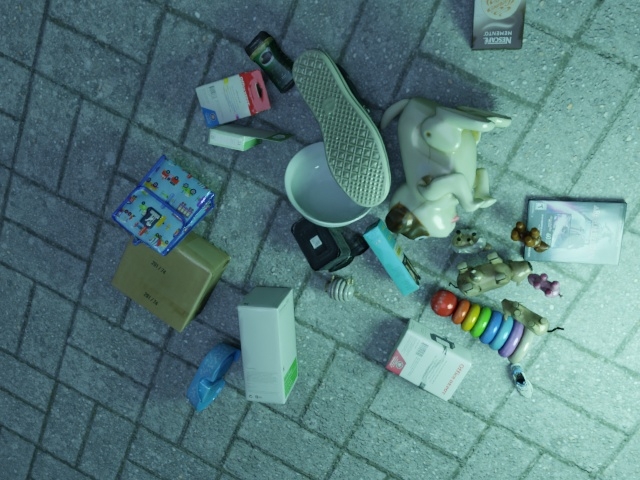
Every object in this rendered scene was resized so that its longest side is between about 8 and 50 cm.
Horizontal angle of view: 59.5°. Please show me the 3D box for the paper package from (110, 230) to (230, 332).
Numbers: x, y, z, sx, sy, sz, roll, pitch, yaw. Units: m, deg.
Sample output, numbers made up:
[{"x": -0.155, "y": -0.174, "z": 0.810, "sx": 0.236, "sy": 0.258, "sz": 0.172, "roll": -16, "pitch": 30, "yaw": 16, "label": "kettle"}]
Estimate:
[{"x": -0.540, "y": 0.108, "z": 2.009, "sx": 0.324, "sy": 0.168, "sz": 0.309, "roll": 33, "pitch": 113, "yaw": 2, "label": "paper package"}]

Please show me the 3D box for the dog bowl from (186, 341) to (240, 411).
[{"x": -0.408, "y": 0.507, "z": 2.108, "sx": 0.074, "sy": 0.166, "sz": 0.297, "roll": 35, "pitch": 113, "yaw": 14, "label": "dog bowl"}]

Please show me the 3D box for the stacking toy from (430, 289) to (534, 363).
[{"x": 0.511, "y": 0.262, "z": 1.812, "sx": 0.330, "sy": 0.141, "sz": 0.141, "roll": 27, "pitch": 111, "yaw": 9, "label": "stacking toy"}]

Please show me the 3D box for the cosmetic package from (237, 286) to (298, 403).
[{"x": -0.183, "y": 0.366, "z": 1.984, "sx": 0.155, "sy": 0.197, "sz": 0.366, "roll": 3, "pitch": 109, "yaw": 13, "label": "cosmetic package"}]

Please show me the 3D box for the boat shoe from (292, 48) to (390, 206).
[{"x": 0.080, "y": -0.338, "z": 1.677, "sx": 0.186, "sy": 0.156, "sz": 0.500, "roll": -28, "pitch": 84, "yaw": 26, "label": "boat shoe"}]

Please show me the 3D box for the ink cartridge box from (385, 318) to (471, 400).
[{"x": 0.368, "y": 0.405, "z": 1.904, "sx": 0.237, "sy": 0.100, "sz": 0.172, "roll": 28, "pitch": 111, "yaw": 6, "label": "ink cartridge box"}]

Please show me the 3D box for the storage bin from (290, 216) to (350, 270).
[{"x": 0.000, "y": 0.000, "z": 1.853, "sx": 0.122, "sy": 0.084, "sz": 0.180, "roll": -34, "pitch": 76, "yaw": 21, "label": "storage bin"}]

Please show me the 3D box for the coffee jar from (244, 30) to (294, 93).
[{"x": -0.146, "y": -0.558, "z": 1.747, "sx": 0.096, "sy": 0.079, "sz": 0.184, "roll": -40, "pitch": 95, "yaw": 21, "label": "coffee jar"}]

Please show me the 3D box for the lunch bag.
[{"x": -0.532, "y": -0.098, "z": 1.878, "sx": 0.221, "sy": 0.138, "sz": 0.293, "roll": 37, "pitch": 70, "yaw": 1, "label": "lunch bag"}]

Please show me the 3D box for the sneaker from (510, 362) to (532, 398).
[{"x": 0.671, "y": 0.477, "z": 1.872, "sx": 0.052, "sy": 0.058, "sz": 0.135, "roll": -24, "pitch": 100, "yaw": 20, "label": "sneaker"}]

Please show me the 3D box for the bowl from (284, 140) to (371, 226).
[{"x": 0.034, "y": -0.156, "z": 1.767, "sx": 0.297, "sy": 0.134, "sz": 0.298, "roll": 1, "pitch": 66, "yaw": -2, "label": "bowl"}]

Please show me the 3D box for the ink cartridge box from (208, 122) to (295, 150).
[{"x": -0.216, "y": -0.323, "z": 1.789, "sx": 0.235, "sy": 0.171, "sz": 0.056, "roll": 14, "pitch": 110, "yaw": 9, "label": "ink cartridge box"}]

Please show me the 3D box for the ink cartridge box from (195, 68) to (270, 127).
[{"x": -0.271, "y": -0.461, "z": 1.810, "sx": 0.231, "sy": 0.078, "sz": 0.134, "roll": -11, "pitch": 104, "yaw": 17, "label": "ink cartridge box"}]

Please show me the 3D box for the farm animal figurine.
[{"x": 0.562, "y": 0.122, "z": 1.703, "sx": 0.326, "sy": 0.172, "sz": 0.330, "roll": -3, "pitch": 72, "yaw": 25, "label": "farm animal figurine"}]

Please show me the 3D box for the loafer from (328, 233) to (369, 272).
[{"x": 0.085, "y": 0.046, "z": 1.895, "sx": 0.170, "sy": 0.062, "sz": 0.061, "roll": -38, "pitch": 72, "yaw": 19, "label": "loafer"}]

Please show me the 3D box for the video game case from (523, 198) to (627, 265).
[{"x": 0.772, "y": -0.026, "z": 1.709, "sx": 0.274, "sy": 0.026, "sz": 0.196, "roll": 3, "pitch": 108, "yaw": 14, "label": "video game case"}]

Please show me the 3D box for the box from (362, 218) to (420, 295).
[{"x": 0.235, "y": 0.055, "z": 1.829, "sx": 0.060, "sy": 0.100, "sz": 0.244, "roll": -32, "pitch": 97, "yaw": 20, "label": "box"}]

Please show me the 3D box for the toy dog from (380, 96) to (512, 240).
[{"x": 0.323, "y": -0.191, "z": 1.640, "sx": 0.395, "sy": 0.284, "sz": 0.408, "roll": 18, "pitch": 111, "yaw": 17, "label": "toy dog"}]

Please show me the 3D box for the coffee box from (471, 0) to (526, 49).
[{"x": 0.494, "y": -0.654, "z": 1.543, "sx": 0.141, "sy": 0.098, "sz": 0.247, "roll": 3, "pitch": 107, "yaw": 14, "label": "coffee box"}]

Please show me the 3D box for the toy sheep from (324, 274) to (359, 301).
[{"x": 0.073, "y": 0.168, "z": 1.916, "sx": 0.132, "sy": 0.091, "sz": 0.091, "roll": 9, "pitch": 110, "yaw": 31, "label": "toy sheep"}]
